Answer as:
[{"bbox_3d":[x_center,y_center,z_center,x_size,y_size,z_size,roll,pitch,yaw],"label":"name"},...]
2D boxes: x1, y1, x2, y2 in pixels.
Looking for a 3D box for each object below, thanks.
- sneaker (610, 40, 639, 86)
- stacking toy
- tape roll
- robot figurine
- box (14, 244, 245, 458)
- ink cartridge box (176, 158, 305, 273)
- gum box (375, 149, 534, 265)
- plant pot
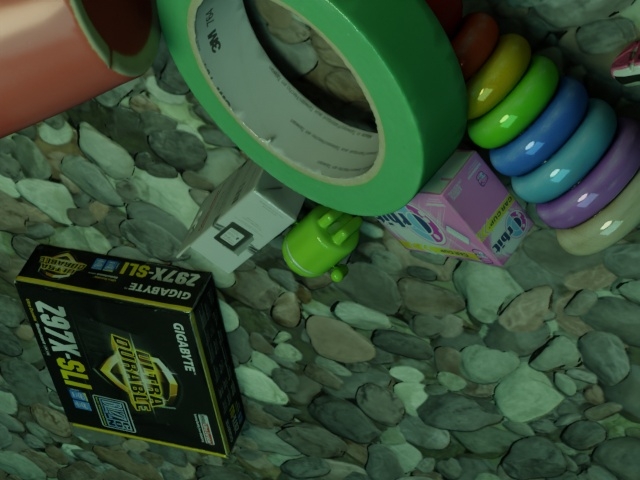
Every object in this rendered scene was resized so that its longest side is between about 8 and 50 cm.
[{"bbox_3d":[0.350,-0.156,1.169,0.170,0.063,0.075,-10,124,27],"label":"sneaker"},{"bbox_3d":[0.178,-0.139,1.234,0.330,0.141,0.141,42,137,-10],"label":"stacking toy"},{"bbox_3d":[-0.013,-0.167,1.229,0.321,0.077,0.321,33,154,19],"label":"tape roll"},{"bbox_3d":[0.000,0.000,1.496,0.101,0.067,0.115,48,137,-2],"label":"robot figurine"},{"bbox_3d":[-0.254,0.156,1.778,0.257,0.079,0.322,11,138,17],"label":"box"},{"bbox_3d":[-0.083,-0.035,1.469,0.060,0.104,0.180,35,139,-16],"label":"ink cartridge box"},{"bbox_3d":[0.119,-0.039,1.352,0.107,0.062,0.188,47,162,-26],"label":"gum box"},{"bbox_3d":[-0.305,-0.231,1.258,0.243,0.275,0.275,-10,131,20],"label":"plant pot"}]
